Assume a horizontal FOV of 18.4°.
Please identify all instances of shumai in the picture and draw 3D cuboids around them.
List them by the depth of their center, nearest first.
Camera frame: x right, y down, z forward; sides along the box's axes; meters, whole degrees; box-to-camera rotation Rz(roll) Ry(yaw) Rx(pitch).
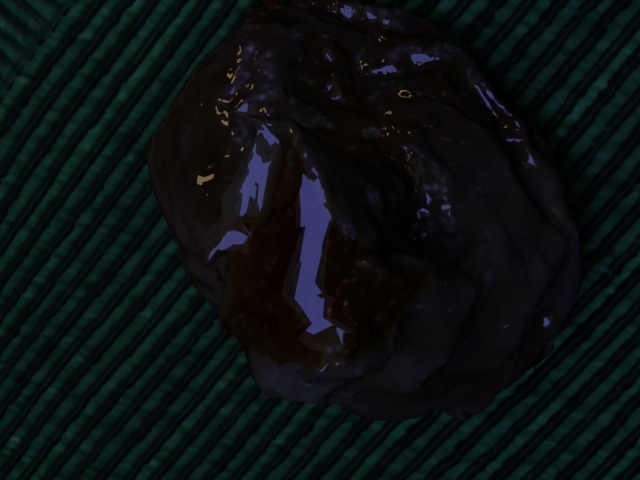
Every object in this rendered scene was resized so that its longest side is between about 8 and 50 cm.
[{"bbox_3d":[0.000,0.000,0.831,0.206,0.175,0.166,32,118,12],"label":"shumai"}]
